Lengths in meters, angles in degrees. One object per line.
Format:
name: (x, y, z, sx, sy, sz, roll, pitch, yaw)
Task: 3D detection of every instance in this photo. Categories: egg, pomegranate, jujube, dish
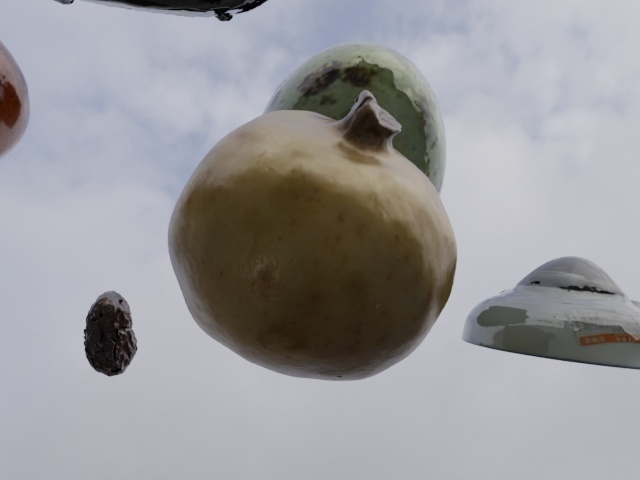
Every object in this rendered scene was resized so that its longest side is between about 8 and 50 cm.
egg: (0.036, -0.108, 0.928, 0.287, 0.287, 0.379, 8, -45, 6)
pomegranate: (-0.013, 0.010, 0.656, 0.307, 0.307, 0.307, 6, -56, 8)
jujube: (-0.388, 0.169, 1.182, 0.104, 0.104, 0.166, 10, -73, 5)
dish: (0.335, 0.088, 0.856, 0.273, 0.273, 0.134, 7, -94, 7)

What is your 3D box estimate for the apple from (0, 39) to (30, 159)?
apple: (-0.402, -0.145, 0.628, 0.201, 0.162, 0.201, 19, -33, 13)

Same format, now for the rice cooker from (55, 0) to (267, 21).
rice cooker: (-0.098, -0.185, 0.316, 0.203, 0.142, 0.118, 6, -49, -17)
